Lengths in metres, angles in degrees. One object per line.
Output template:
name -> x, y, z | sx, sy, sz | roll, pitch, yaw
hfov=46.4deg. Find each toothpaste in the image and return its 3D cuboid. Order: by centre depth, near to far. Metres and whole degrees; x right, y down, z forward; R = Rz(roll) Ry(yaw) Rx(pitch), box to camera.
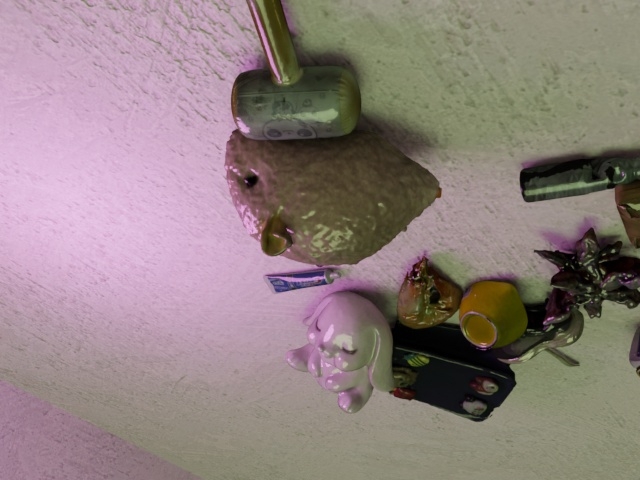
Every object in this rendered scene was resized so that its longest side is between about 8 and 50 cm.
toothpaste -> -0.039, 0.088, 1.663 | 0.197, 0.034, 0.057 | -10, 126, 31

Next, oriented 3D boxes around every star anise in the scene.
star anise -> 0.512, 0.081, 1.418 | 0.213, 0.129, 0.282 | -13, 147, 6

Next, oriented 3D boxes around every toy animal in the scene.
toy animal -> 0.015, -0.069, 1.227 | 0.359, 0.226, 0.188 | 5, 173, 13
toy animal -> 0.057, 0.226, 1.706 | 0.272, 0.206, 0.265 | 36, 143, 27

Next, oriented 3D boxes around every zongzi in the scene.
zongzi -> 0.582, -0.059, 1.223 | 0.176, 0.078, 0.160 | -16, 145, 22

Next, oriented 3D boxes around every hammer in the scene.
hammer -> -0.058, -0.276, 1.071 | 0.202, 0.113, 0.305 | -2, 136, 14

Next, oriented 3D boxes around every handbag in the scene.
handbag -> 0.298, 0.322, 1.839 | 0.330, 0.121, 0.303 | 11, 147, 3

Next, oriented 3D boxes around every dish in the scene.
dish -> 0.347, 0.172, 1.571 | 0.149, 0.080, 0.207 | 37, 141, 18

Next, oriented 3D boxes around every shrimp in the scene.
shrimp -> 0.231, 0.116, 1.601 | 0.145, 0.061, 0.267 | -7, 139, 6

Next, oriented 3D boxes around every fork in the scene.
fork -> 0.542, 0.258, 1.757 | 0.220, 0.028, 0.034 | 26, 144, -29

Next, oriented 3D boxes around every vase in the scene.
vase -> 0.432, -0.105, 1.205 | 0.212, 0.059, 0.060 | -9, 142, 26

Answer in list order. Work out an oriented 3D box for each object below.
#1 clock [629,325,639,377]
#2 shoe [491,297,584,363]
clock -> 0.793, 0.259, 1.572 | 0.243, 0.146, 0.199 | 26, 149, -15
shoe -> 0.452, 0.189, 1.620 | 0.112, 0.099, 0.228 | 39, 134, -26
